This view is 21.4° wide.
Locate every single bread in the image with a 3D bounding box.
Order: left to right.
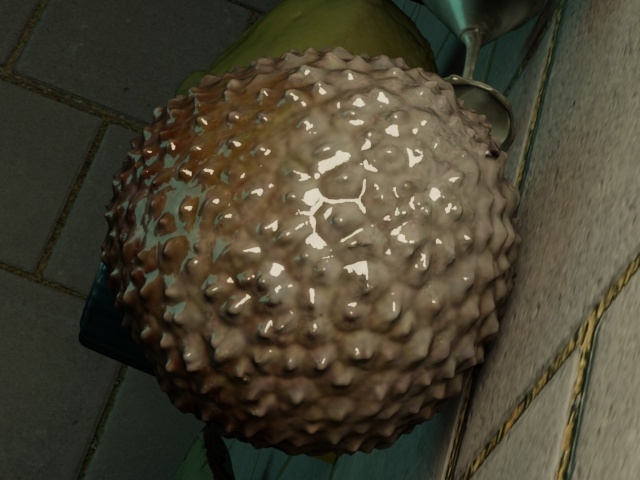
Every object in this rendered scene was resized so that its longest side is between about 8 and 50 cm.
[{"bbox_3d":[-0.008,-0.149,1.962,0.320,0.237,0.320,-29,30,19],"label":"bread"}]

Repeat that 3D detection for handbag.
[{"bbox_3d":[-0.158,0.380,2.246,0.235,0.127,0.213,-123,52,-70],"label":"handbag"}]

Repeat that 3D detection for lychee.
[{"bbox_3d":[-0.004,-0.002,1.138,0.300,0.300,0.300,-159,90,-86],"label":"lychee"}]

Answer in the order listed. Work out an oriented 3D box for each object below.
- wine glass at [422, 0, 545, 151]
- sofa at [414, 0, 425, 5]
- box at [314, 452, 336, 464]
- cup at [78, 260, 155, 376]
[{"bbox_3d":[0.124,-0.160,1.421,0.122,0.122,0.183,116,172,-49],"label":"wine glass"},{"bbox_3d":[0.175,-0.354,1.966,0.225,0.176,0.210,28,98,57],"label":"sofa"},{"bbox_3d":[-0.007,0.066,1.659,0.041,0.153,0.279,-93,24,-79],"label":"box"},{"bbox_3d":[-0.085,0.043,1.827,0.308,0.292,0.242,-81,12,-65],"label":"cup"}]
